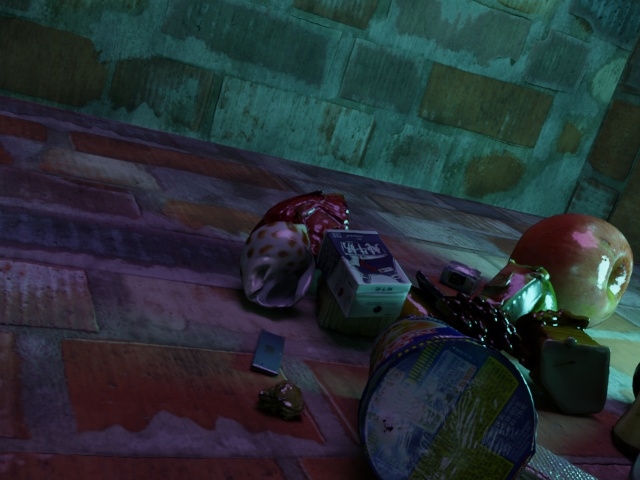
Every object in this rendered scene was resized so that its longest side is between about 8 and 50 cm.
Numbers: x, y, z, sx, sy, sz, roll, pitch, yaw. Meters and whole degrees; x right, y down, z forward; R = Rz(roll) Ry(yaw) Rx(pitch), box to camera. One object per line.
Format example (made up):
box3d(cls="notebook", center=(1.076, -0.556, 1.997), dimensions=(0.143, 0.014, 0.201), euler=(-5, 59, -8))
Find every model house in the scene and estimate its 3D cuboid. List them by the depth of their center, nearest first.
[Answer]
box3d(cls="model house", center=(0.545, 0.264, 1.710), dimensions=(0.200, 0.219, 0.229), euler=(4, 18, -10))

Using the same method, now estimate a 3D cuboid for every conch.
box3d(cls="conch", center=(-0.098, 0.048, 1.742), dimensions=(0.183, 0.274, 0.149), euler=(39, -25, -8))

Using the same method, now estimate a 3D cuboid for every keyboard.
box3d(cls="keyboard", center=(-0.103, 0.223, 1.472), dimensions=(0.055, 0.014, 0.176), euler=(18, 16, -3))

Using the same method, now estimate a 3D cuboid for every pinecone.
box3d(cls="pinecone", center=(0.336, 0.223, 1.645), dimensions=(0.201, 0.202, 0.229), euler=(-30, 67, -39))

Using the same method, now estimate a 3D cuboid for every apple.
box3d(cls="apple", center=(0.748, 0.094, 2.247), dimensions=(0.364, 0.363, 0.364), euler=(17, 16, -5))

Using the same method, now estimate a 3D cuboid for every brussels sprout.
box3d(cls="brussels sprout", center=(-0.068, 0.272, 1.276), dimensions=(0.085, 0.058, 0.085), euler=(0, 17, 0))

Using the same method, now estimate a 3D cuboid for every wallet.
box3d(cls="wallet", center=(0.304, 0.149, 1.906), dimensions=(0.146, 0.030, 0.285), euler=(48, 2, 14))

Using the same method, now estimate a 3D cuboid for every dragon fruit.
box3d(cls="dragon fruit", center=(0.452, 0.164, 1.849), dimensions=(0.130, 0.268, 0.295), euler=(36, 29, 18))
box3d(cls="dragon fruit", center=(0.000, 0.000, 1.963), dimensions=(0.240, 0.302, 0.330), euler=(48, -10, -29))

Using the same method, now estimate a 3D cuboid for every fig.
box3d(cls="fig", center=(0.583, 0.194, 2.049), dimensions=(0.235, 0.203, 0.203), euler=(33, 4, -37))

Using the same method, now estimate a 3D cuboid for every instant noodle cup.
box3d(cls="instant noodle cup", center=(0.193, 0.260, 1.269), dimensions=(0.284, 0.284, 0.312), euler=(17, 7, -3))

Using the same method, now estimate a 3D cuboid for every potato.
box3d(cls="potato", center=(0.789, 0.377, 1.575), dimensions=(0.286, 0.242, 0.242), euler=(16, 15, 4))

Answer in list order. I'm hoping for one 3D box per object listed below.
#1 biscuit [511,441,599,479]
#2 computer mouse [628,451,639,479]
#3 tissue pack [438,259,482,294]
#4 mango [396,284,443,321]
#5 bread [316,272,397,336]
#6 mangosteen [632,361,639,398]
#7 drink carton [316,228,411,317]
box3d(cls="biscuit", center=(0.402, 0.421, 1.270), dimensions=(0.239, 0.061, 0.108), euler=(27, 20, 34))
box3d(cls="computer mouse", center=(0.653, 0.467, 1.327), dimensions=(0.197, 0.095, 0.331), euler=(36, 17, 24))
box3d(cls="tissue pack", center=(0.449, 0.114, 2.335), dimensions=(0.111, 0.079, 0.085), euler=(25, 17, 23))
box3d(cls="mango", center=(0.244, 0.182, 1.842), dimensions=(0.195, 0.098, 0.137), euler=(38, 11, 32))
box3d(cls="bread", center=(0.087, 0.138, 1.754), dimensions=(0.192, 0.109, 0.209), euler=(10, 29, -11))
box3d(cls="mangosteen", center=(0.861, 0.355, 1.755), dimensions=(0.216, 0.216, 0.216), euler=(17, 16, -5))
box3d(cls="drink carton", center=(0.093, 0.074, 1.658), dimensions=(0.134, 0.101, 0.222), euler=(4, 32, -24))
